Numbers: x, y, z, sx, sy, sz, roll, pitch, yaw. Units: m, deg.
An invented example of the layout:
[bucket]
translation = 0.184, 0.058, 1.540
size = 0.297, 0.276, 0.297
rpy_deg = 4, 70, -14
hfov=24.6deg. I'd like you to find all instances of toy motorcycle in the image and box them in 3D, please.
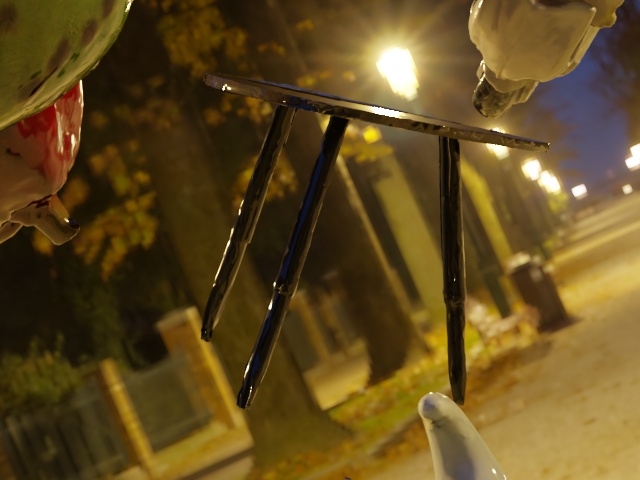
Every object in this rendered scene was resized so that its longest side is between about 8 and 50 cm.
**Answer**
[toy motorcycle]
translation = 0.190, -0.228, 1.000
size = 0.341, 0.108, 0.223
rpy_deg = -60, -8, 14

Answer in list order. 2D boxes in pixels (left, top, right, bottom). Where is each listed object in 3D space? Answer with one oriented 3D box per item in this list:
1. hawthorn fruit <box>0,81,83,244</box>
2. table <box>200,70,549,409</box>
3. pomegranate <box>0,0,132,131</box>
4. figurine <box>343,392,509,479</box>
[hawthorn fruit]
translation = -0.304, -0.105, 1.103
size = 0.265, 0.307, 0.265
rpy_deg = -38, 12, 9
[table]
translation = 0.000, 0.000, 1.279
size = 0.317, 0.249, 0.317
rpy_deg = 12, 7, -1
[pomegranate]
translation = -0.187, -0.117, 0.574
size = 0.263, 0.211, 0.211
rpy_deg = -39, -10, 29
[figurine]
translation = 0.022, 0.116, 0.417
size = 0.126, 0.147, 0.192
rpy_deg = -37, 17, -15
